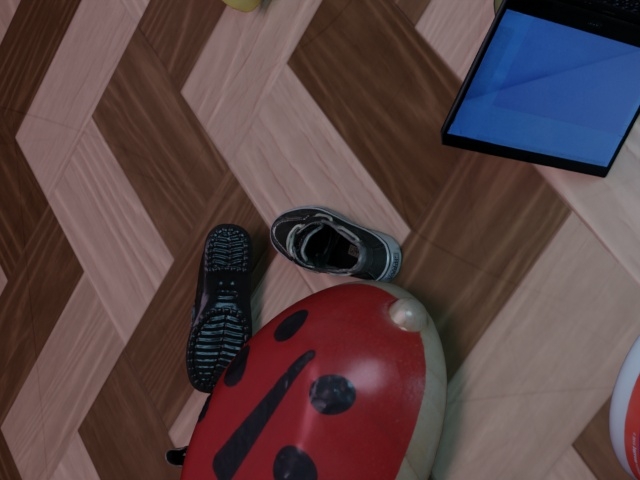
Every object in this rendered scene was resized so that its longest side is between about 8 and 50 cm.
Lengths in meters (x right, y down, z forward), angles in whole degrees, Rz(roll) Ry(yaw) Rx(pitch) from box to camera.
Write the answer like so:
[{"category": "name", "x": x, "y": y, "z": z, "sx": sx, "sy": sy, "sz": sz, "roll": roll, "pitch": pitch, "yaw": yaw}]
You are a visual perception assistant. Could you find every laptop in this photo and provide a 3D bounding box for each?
[{"category": "laptop", "x": 0.277, "y": -0.153, "z": 1.321, "sx": 0.264, "sy": 0.234, "sz": 0.136, "roll": -9, "pitch": 78, "yaw": 50}]

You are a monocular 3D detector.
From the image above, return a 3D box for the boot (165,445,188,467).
[{"category": "boot", "x": -0.159, "y": 0.273, "z": 1.893, "sx": 0.118, "sy": 0.087, "sz": 0.042, "roll": -12, "pitch": 77, "yaw": 49}]

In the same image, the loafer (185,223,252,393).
[{"category": "loafer", "x": -0.123, "y": 0.086, "z": 1.904, "sx": 0.078, "sy": 0.080, "sz": 0.220, "roll": -134, "pitch": 54, "yaw": -81}]

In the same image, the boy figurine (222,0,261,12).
[{"category": "boy figurine", "x": -0.072, "y": -0.434, "z": 1.900, "sx": 0.177, "sy": 0.092, "sz": 0.285, "roll": 38, "pitch": 110, "yaw": 43}]

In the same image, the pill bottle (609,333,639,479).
[{"category": "pill bottle", "x": 0.396, "y": 0.170, "z": 1.170, "sx": 0.323, "sy": 0.181, "sz": 0.181, "roll": 27, "pitch": 105, "yaw": 48}]

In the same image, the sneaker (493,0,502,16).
[{"category": "sneaker", "x": 0.312, "y": -0.294, "z": 1.363, "sx": 0.410, "sy": 0.158, "sz": 0.182, "roll": -53, "pitch": 47, "yaw": 33}]

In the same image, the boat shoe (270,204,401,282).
[{"category": "boat shoe", "x": 0.000, "y": 0.000, "z": 1.758, "sx": 0.219, "sy": 0.070, "sz": 0.078, "roll": 14, "pitch": 95, "yaw": 50}]

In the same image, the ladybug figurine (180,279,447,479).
[{"category": "ladybug figurine", "x": -0.026, "y": 0.227, "z": 1.683, "sx": 0.449, "sy": 0.162, "sz": 0.305, "roll": -58, "pitch": 45, "yaw": 26}]
